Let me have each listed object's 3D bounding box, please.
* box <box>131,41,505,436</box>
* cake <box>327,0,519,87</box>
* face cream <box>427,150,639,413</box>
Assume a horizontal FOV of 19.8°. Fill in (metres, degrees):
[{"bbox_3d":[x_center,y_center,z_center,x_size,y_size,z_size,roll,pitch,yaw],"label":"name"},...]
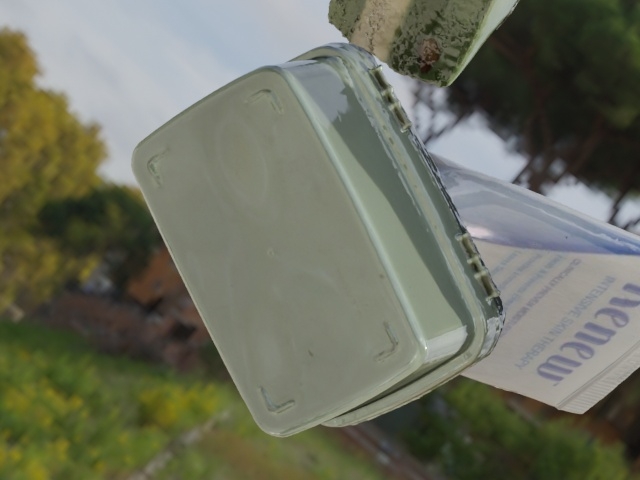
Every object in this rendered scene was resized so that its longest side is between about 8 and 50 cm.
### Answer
[{"bbox_3d":[0.000,0.000,1.046,0.210,0.148,0.129,63,25,7],"label":"box"},{"bbox_3d":[0.112,-0.286,1.549,0.158,0.284,0.172,33,0,17],"label":"cake"},{"bbox_3d":[0.129,0.028,1.596,0.420,0.235,0.137,20,41,-24],"label":"face cream"}]
